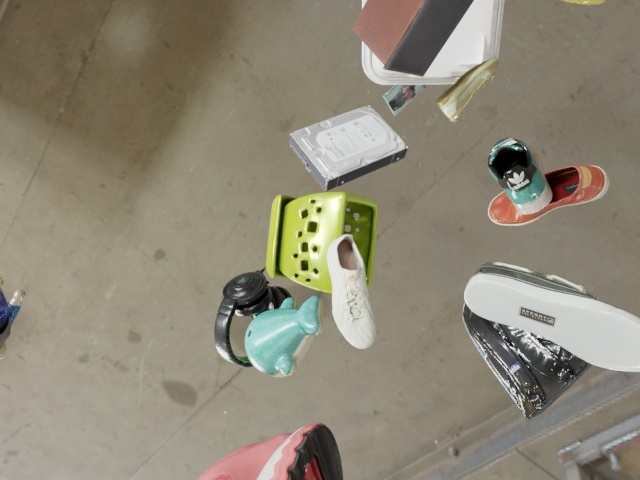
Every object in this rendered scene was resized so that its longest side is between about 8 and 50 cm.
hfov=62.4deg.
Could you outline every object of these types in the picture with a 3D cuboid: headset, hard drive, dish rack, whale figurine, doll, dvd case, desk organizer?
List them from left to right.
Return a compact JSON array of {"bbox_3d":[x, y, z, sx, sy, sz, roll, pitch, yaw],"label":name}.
[{"bbox_3d":[-0.441,0.113,0.705,0.046,0.129,0.189,24,136,-5],"label":"doll"},{"bbox_3d":[-0.153,0.175,1.527,0.185,0.394,0.243,7,158,35],"label":"headset"},{"bbox_3d":[-0.096,0.232,1.336,0.141,0.216,0.272,21,139,-24],"label":"whale figurine"},{"bbox_3d":[0.094,-0.320,1.781,0.237,0.338,0.064,55,155,25],"label":"hard drive"},{"bbox_3d":[0.234,-0.415,1.468,0.119,0.013,0.087,-43,143,3],"label":"dvd case"},{"bbox_3d":[0.079,-0.185,0.365,0.050,0.047,0.130,57,133,27],"label":"desk organizer"},{"bbox_3d":[0.224,-0.472,1.032,0.285,0.072,0.333,0,114,3],"label":"dish rack"}]

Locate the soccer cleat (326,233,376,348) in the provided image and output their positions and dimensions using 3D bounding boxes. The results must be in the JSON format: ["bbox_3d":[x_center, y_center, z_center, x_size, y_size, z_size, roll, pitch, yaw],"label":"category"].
[{"bbox_3d":[0.051,0.084,0.896,0.068,0.196,0.076,-7,159,-18],"label":"soccer cleat"}]

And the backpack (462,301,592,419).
[{"bbox_3d":[0.562,0.252,1.471,0.355,0.273,0.290,44,126,26],"label":"backpack"}]

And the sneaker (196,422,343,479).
[{"bbox_3d":[-0.096,0.288,0.509,0.136,0.314,0.116,-17,90,30],"label":"sneaker"}]

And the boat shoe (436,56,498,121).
[{"bbox_3d":[0.273,-0.276,0.957,0.048,0.153,0.056,51,158,-13],"label":"boat shoe"}]

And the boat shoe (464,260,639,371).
[{"bbox_3d":[0.283,0.077,0.614,0.219,0.070,0.078,22,132,23],"label":"boat shoe"}]

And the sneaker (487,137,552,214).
[{"bbox_3d":[0.436,-0.183,1.199,0.108,0.302,0.121,-31,115,21],"label":"sneaker"}]

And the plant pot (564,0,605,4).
[{"bbox_3d":[0.392,-0.401,0.769,0.134,0.134,0.095,7,126,8],"label":"plant pot"}]

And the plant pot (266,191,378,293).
[{"bbox_3d":[0.000,0.000,1.263,0.207,0.227,0.228,6,91,26],"label":"plant pot"}]

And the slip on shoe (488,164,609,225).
[{"bbox_3d":[0.569,-0.120,1.381,0.101,0.123,0.331,9,164,-31],"label":"slip on shoe"}]
